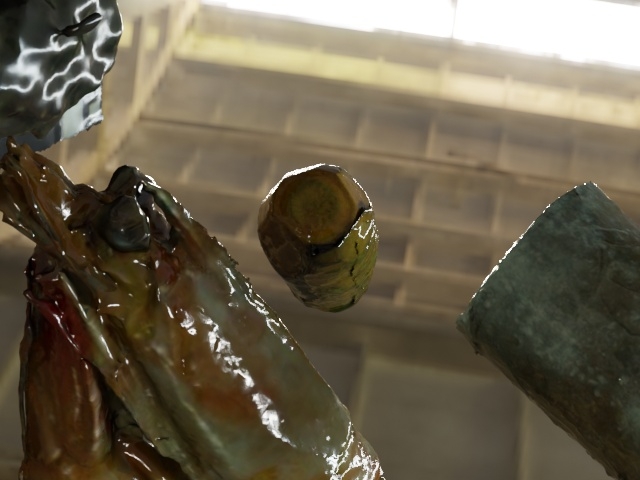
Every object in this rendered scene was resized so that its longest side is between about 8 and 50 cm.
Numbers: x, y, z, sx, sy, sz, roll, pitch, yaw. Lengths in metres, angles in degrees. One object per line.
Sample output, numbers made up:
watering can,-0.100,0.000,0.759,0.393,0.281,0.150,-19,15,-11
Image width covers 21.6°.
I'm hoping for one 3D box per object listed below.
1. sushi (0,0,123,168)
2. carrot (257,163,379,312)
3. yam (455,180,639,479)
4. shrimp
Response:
sushi,-0.157,-0.183,0.873,0.100,0.373,0.296,16,-153,25
carrot,0.000,0.000,1.146,0.082,0.082,0.173,8,165,3
yam,0.168,0.086,0.680,0.259,0.093,0.093,44,-150,26
shrimp,-0.069,0.073,0.704,0.154,0.294,0.062,-22,-148,4
